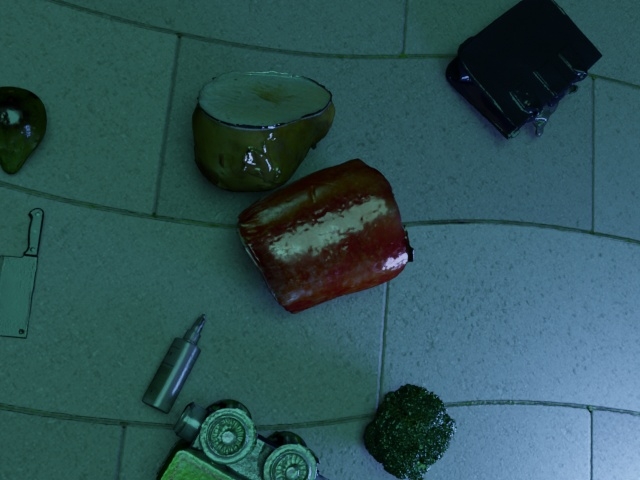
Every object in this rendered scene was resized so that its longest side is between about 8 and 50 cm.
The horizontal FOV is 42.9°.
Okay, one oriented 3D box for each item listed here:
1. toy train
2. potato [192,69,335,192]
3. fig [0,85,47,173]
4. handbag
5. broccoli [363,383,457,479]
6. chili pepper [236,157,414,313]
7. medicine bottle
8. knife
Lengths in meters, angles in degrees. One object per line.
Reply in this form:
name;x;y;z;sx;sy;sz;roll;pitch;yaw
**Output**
toy train;-0.152;0.438;1.481;0.307;0.173;0.249;33;80;-8
potato;-0.122;-0.207;1.624;0.246;0.196;0.299;33;41;28
fig;-0.577;-0.204;1.531;0.123;0.123;0.156;-2;117;-17
handbag;0.476;-0.391;1.878;0.325;0.118;0.269;-38;84;-20
broccoli;0.176;0.376;1.606;0.195;0.156;0.195;-8;67;21
chili pepper;0.000;0.000;1.616;0.305;0.229;0.251;-23;115;-8
medicine bottle;-0.267;0.227;1.544;0.057;0.057;0.199;30;72;-9
knife;-0.563;0.056;1.513;0.072;0.019;0.245;8;78;-14
